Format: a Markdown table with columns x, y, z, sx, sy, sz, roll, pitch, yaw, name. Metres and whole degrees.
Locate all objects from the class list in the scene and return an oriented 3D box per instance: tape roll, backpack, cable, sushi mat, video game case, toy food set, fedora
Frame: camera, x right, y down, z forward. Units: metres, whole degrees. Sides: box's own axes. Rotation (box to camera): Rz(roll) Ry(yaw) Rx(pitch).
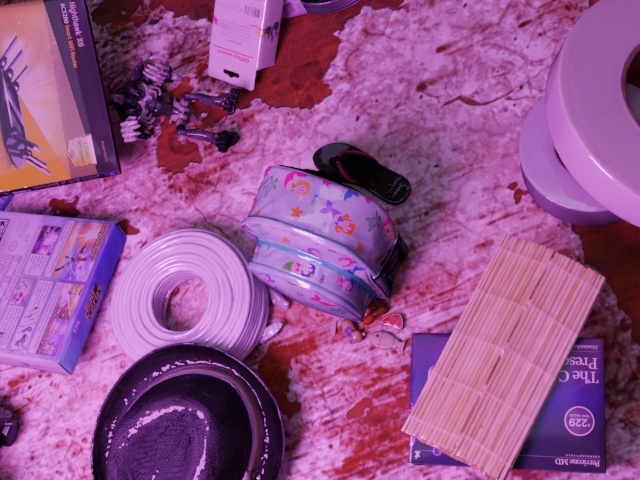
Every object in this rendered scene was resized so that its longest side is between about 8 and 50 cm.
| x | y | z | sx | sy | sz | roll | pitch | yaw | name |
| --- | --- | --- | --- | --- | --- | --- | --- | --- | --- |
| 0.413 | -0.135 | 1.400 | 0.219 | 0.072 | 0.219 | -5 | 72 | 15 | tape roll |
| 0.000 | 0.000 | 1.367 | 0.225 | 0.253 | 0.191 | 20 | 73 | 20 | backpack |
| 0.518 | -0.192 | 1.319 | 0.392 | 0.072 | 0.391 | 2 | 68 | -4 | tape roll |
| -0.214 | 0.108 | 1.492 | 0.257 | 0.089 | 0.257 | -44 | 66 | -1 | cable |
| 0.249 | 0.152 | 1.243 | 0.151 | 0.019 | 0.316 | 27 | 80 | 16 | sushi mat |
| -0.488 | 0.083 | 1.565 | 0.244 | 0.061 | 0.269 | 5 | 60 | 19 | video game case |
| 0.076 | 0.127 | 1.439 | 0.122 | 0.019 | 0.077 | 6 | 74 | 18 | toy food set |
| -0.219 | 0.318 | 1.347 | 0.334 | 0.152 | 0.333 | 0 | 90 | 13 | fedora |

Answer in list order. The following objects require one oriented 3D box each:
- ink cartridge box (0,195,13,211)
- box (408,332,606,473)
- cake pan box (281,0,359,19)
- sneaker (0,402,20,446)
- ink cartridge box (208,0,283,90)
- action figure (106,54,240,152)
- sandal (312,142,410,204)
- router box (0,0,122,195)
| x | y | z | sx | sy | sz | roll | pitch | yaw | name |
| --- | --- | --- | --- | --- | --- | --- | --- | --- | --- |
| -0.663 | -0.195 | 1.690 | 0.270 | 0.151 | 0.395 | 32 | 81 | 22 | ink cartridge box |
| 0.257 | 0.226 | 1.287 | 0.261 | 0.103 | 0.184 | 0 | 80 | 9 | box |
| 0.007 | -0.538 | 1.655 | 0.246 | 0.070 | 0.266 | -13 | 69 | 14 | cake pan box |
| -0.569 | 0.277 | 1.549 | 0.130 | 0.087 | 0.227 | 4 | 45 | -15 | sneaker |
| -0.131 | -0.366 | 1.613 | 0.104 | 0.061 | 0.181 | 23 | 119 | 22 | ink cartridge box |
| -0.280 | -0.236 | 1.600 | 0.276 | 0.141 | 0.164 | 12 | 88 | 18 | action figure |
| 0.066 | -0.117 | 1.511 | 0.179 | 0.040 | 0.067 | 27 | 82 | 22 | sandal |
| -0.486 | -0.239 | 1.552 | 0.243 | 0.081 | 0.308 | -12 | 90 | -8 | router box |
